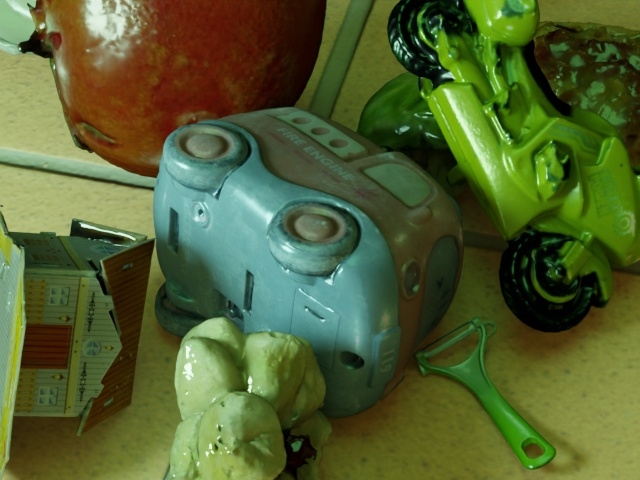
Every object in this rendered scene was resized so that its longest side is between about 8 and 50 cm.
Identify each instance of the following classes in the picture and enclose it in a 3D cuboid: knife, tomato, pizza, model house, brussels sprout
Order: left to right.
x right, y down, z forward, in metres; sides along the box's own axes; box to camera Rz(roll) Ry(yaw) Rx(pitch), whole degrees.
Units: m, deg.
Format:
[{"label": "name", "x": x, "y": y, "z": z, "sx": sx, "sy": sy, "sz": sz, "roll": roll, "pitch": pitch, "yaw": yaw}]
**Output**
[{"label": "model house", "x": -0.207, "y": 0.094, "z": 1.451, "sx": 0.136, "sy": 0.219, "sz": 0.207, "roll": 2, "pitch": 15, "yaw": -21}, {"label": "tomato", "x": -0.118, "y": -0.155, "z": 1.629, "sx": 0.309, "sy": 0.309, "sz": 0.170, "roll": -10, "pitch": 68, "yaw": -7}, {"label": "brussels sprout", "x": 0.102, "y": -0.114, "z": 1.694, "sx": 0.139, "sy": 0.100, "sz": 0.181, "roll": 8, "pitch": 49, "yaw": 28}, {"label": "knife", "x": 0.150, "y": 0.134, "z": 1.490, "sx": 0.078, "sy": 0.022, "sz": 0.166, "roll": -34, "pitch": 51, "yaw": -4}, {"label": "pizza", "x": 0.281, "y": -0.140, "z": 1.717, "sx": 0.289, "sy": 0.081, "sz": 0.228, "roll": 22, "pitch": 50, "yaw": 20}]

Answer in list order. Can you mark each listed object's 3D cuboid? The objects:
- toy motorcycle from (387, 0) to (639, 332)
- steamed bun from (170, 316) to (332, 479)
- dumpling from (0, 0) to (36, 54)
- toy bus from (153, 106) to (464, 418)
[{"label": "toy motorcycle", "x": 0.198, "y": -0.095, "z": 1.569, "sx": 0.206, "sy": 0.142, "sz": 0.342, "roll": -17, "pitch": 78, "yaw": -35}, {"label": "steamed bun", "x": -0.048, "y": 0.151, "z": 1.366, "sx": 0.106, "sy": 0.192, "sz": 0.177, "roll": -12, "pitch": 35, "yaw": 11}, {"label": "dumpling", "x": -0.239, "y": -0.300, "z": 1.847, "sx": 0.341, "sy": 0.181, "sz": 0.260, "roll": 16, "pitch": 63, "yaw": -23}, {"label": "toy bus", "x": 0.000, "y": 0.000, "z": 1.524, "sx": 0.232, "sy": 0.197, "sz": 0.294, "roll": -27, "pitch": 48, "yaw": -36}]
